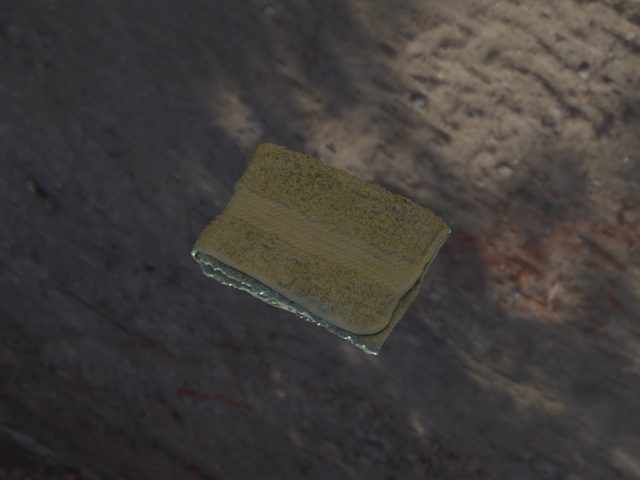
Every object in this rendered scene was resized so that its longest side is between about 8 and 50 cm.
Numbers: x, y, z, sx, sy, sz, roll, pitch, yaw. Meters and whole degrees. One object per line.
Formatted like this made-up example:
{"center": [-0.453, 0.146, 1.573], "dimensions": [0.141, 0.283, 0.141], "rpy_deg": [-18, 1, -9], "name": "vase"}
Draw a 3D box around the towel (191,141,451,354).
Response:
{"center": [0.000, 0.000, 0.769], "dimensions": [0.148, 0.110, 0.027], "rpy_deg": [25, 160, 16], "name": "towel"}
